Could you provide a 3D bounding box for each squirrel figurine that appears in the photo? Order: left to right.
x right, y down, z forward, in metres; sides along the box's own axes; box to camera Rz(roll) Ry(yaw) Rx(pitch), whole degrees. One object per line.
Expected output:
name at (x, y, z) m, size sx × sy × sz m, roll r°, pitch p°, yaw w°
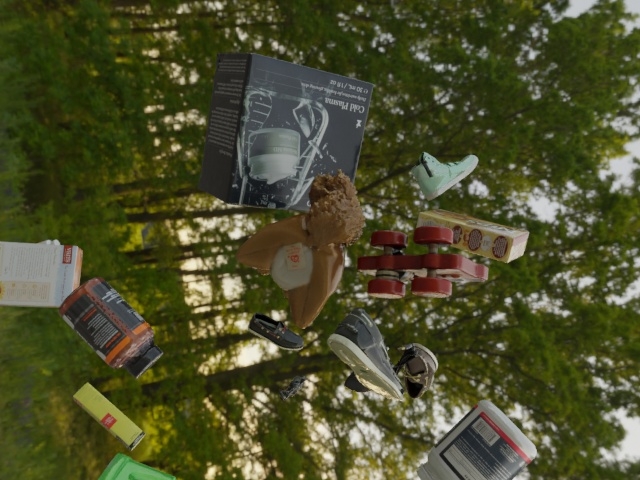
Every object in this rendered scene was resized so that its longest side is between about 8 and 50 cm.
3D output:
squirrel figurine at (0.000, 0.000, 1.656) m, size 0.281 × 0.397 × 0.370 m, roll 41°, pitch 15°, yaw 6°

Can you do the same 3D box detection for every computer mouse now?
computer mouse at (0.205, 0.405, 1.770) m, size 0.060 × 0.262 × 0.184 m, roll 53°, pitch -56°, yaw 32°

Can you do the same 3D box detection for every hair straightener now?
hair straightener at (-0.089, 0.471, 1.852) m, size 0.047 × 0.089 × 0.230 m, roll 41°, pitch 2°, yaw 14°

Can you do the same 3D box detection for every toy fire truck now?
toy fire truck at (0.267, 0.077, 1.511) m, size 0.302 × 0.254 × 0.169 m, roll -5°, pitch -106°, yaw 34°

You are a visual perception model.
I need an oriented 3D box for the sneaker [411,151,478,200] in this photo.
sneaker at (0.432, -0.268, 1.970) m, size 0.151 × 0.256 × 0.094 m, roll 56°, pitch -21°, yaw -6°

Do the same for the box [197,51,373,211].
box at (-0.125, -0.359, 1.951) m, size 0.297 × 0.480 × 0.471 m, roll 29°, pitch -68°, yaw 54°

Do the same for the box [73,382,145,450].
box at (-0.626, 0.524, 1.677) m, size 0.232 × 0.058 × 0.087 m, roll 42°, pitch -31°, yaw 0°

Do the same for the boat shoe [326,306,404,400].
boat shoe at (0.096, 0.203, 0.964) m, size 0.084 × 0.079 × 0.233 m, roll 7°, pitch -35°, yaw 39°

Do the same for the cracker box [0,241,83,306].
cracker box at (-0.731, 0.088, 1.420) m, size 0.067 × 0.232 × 0.155 m, roll 130°, pitch -37°, yaw -75°

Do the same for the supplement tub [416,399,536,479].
supplement tub at (0.407, 0.575, 1.486) m, size 0.191 × 0.272 × 0.191 m, roll 46°, pitch -1°, yaw 1°

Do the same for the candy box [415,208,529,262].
candy box at (0.492, -0.022, 1.842) m, size 0.317 × 0.183 × 0.087 m, roll 19°, pitch -72°, yaw 31°

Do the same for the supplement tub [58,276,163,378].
supplement tub at (-0.395, 0.171, 1.082) m, size 0.198 × 0.106 × 0.106 m, roll 45°, pitch -22°, yaw 2°

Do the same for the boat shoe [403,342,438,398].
boat shoe at (0.365, 0.496, 2.123) m, size 0.117 × 0.096 × 0.324 m, roll 29°, pitch -28°, yaw 26°

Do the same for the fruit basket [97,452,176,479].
fruit basket at (-0.535, 0.731, 1.402) m, size 0.283 × 0.392 × 0.391 m, roll -64°, pitch 150°, yaw -71°

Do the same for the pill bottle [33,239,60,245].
pill bottle at (-0.790, 0.024, 1.614) m, size 0.043 × 0.083 × 0.043 m, roll -18°, pitch 90°, yaw -88°

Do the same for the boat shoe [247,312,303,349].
boat shoe at (-0.096, 0.204, 1.263) m, size 0.049 × 0.133 × 0.042 m, roll -64°, pitch 179°, yaw -61°
